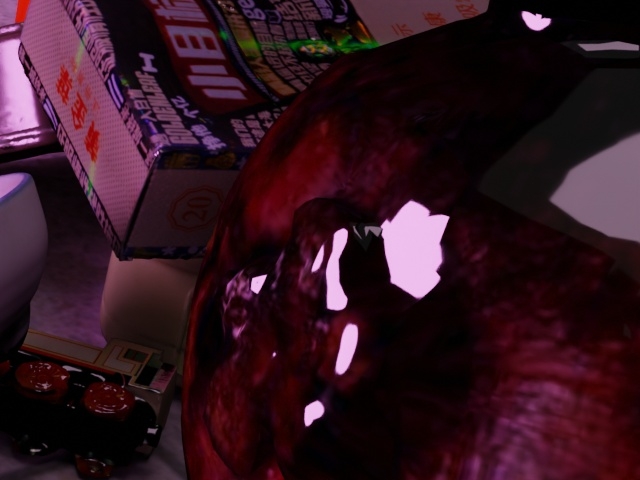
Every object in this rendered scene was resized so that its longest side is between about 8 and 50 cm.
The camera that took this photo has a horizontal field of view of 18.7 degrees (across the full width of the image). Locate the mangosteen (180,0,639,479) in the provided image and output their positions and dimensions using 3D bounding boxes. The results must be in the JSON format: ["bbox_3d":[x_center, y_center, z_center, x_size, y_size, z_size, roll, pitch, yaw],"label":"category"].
[{"bbox_3d":[0.136,0.053,0.931,0.381,0.381,0.421,34,42,32],"label":"mangosteen"}]

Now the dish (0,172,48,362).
[{"bbox_3d":[-0.245,0.077,0.978,0.273,0.134,0.273,-23,10,4],"label":"dish"}]

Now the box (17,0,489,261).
[{"bbox_3d":[-0.005,-0.082,1.176,0.310,0.084,0.198,-1,43,-31],"label":"box"}]

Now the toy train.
[{"bbox_3d":[-0.151,0.083,1.096,0.138,0.050,0.087,15,25,4],"label":"toy train"}]

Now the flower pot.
[{"bbox_3d":[-0.148,-0.106,1.290,0.251,0.084,0.179,-12,3,-35],"label":"flower pot"}]

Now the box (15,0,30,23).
[{"bbox_3d":[-0.116,-0.227,1.549,0.245,0.139,0.035,-6,37,-29],"label":"box"}]

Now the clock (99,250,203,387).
[{"bbox_3d":[0.000,0.000,1.253,0.235,0.096,0.308,14,29,2],"label":"clock"}]
